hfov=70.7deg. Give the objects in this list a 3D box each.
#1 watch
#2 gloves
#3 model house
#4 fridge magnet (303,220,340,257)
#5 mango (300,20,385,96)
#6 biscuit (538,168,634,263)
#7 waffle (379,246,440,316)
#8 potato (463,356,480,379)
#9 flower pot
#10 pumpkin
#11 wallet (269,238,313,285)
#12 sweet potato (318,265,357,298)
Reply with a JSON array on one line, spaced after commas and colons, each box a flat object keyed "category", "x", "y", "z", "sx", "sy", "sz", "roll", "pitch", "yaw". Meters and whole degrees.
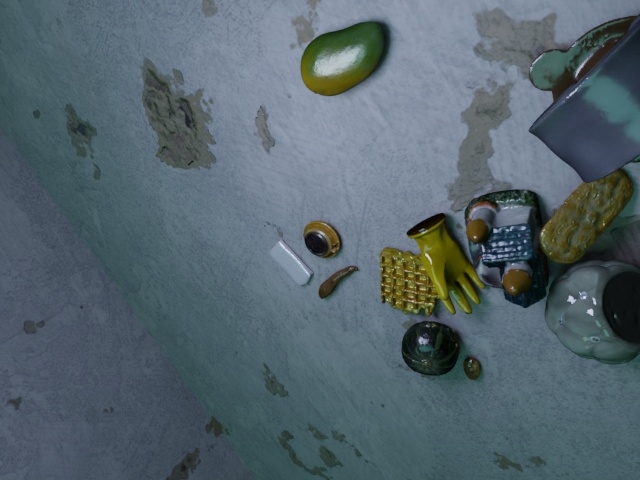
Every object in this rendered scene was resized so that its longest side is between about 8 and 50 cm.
[{"category": "watch", "x": 0.557, "y": -0.283, "z": 0.804, "sx": 0.314, "sy": 0.327, "sz": 0.335, "roll": 44, "pitch": 131, "yaw": 5}, {"category": "gloves", "x": 0.368, "y": 0.077, "z": 1.281, "sx": 0.133, "sy": 0.116, "sz": 0.294, "roll": -29, "pitch": 97, "yaw": 8}, {"category": "model house", "x": 0.444, "y": 0.047, "z": 1.106, "sx": 0.190, "sy": 0.301, "sz": 0.271, "roll": -6, "pitch": 112, "yaw": 29}, {"category": "fridge magnet", "x": 0.000, "y": 0.000, "z": 1.533, "sx": 0.143, "sy": 0.063, "sz": 0.143, "roll": 17, "pitch": 127, "yaw": 24}, {"category": "mango", "x": 0.060, "y": -0.477, "z": 1.189, "sx": 0.251, "sy": 0.114, "sz": 0.156, "roll": -14, "pitch": 97, "yaw": 27}, {"category": "biscuit", "x": 0.600, "y": -0.056, "z": 1.018, "sx": 0.118, "sy": 0.029, "sz": 0.247, "roll": 35, "pitch": 99, "yaw": -12}, {"category": "waffle", "x": 0.297, "y": 0.142, "z": 1.413, "sx": 0.219, "sy": 0.057, "sz": 0.229, "roll": 10, "pitch": 122, "yaw": 30}, {"category": "potato", "x": 0.486, "y": 0.412, "z": 1.449, "sx": 0.051, "sy": 0.040, "sz": 0.083, "roll": 3, "pitch": 116, "yaw": 39}, {"category": "flower pot", "x": 0.658, "y": 0.164, "z": 1.057, "sx": 0.246, "sy": 0.246, "sz": 0.195, "roll": 47, "pitch": 164, "yaw": 3}, {"category": "pumpkin", "x": 0.348, "y": 0.342, "z": 1.433, "sx": 0.190, "sy": 0.146, "sz": 0.190, "roll": 12, "pitch": 141, "yaw": 10}, {"category": "wallet", "x": -0.109, "y": 0.086, "z": 1.680, "sx": 0.190, "sy": 0.033, "sz": 0.095, "roll": 47, "pitch": 134, "yaw": 3}, {"category": "sweet potato", "x": 0.054, "y": 0.141, "z": 1.592, "sx": 0.050, "sy": 0.050, "sz": 0.214, "roll": 46, "pitch": 129, "yaw": 3}]
